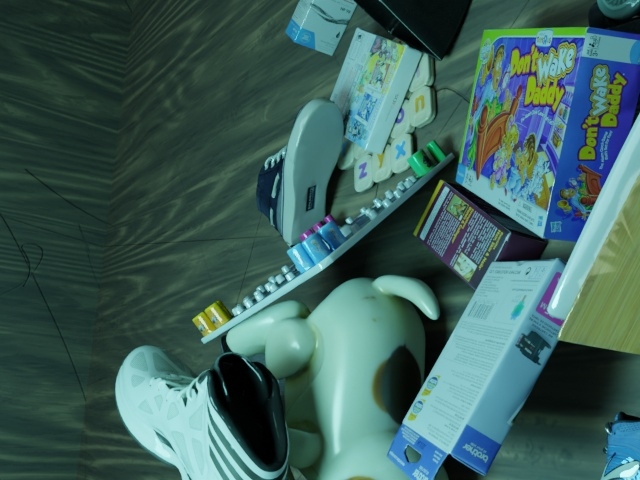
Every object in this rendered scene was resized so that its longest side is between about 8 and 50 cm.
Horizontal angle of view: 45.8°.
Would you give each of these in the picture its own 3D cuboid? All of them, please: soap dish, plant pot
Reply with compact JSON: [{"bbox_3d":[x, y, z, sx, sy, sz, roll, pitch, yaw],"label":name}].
[{"bbox_3d":[0.384,-0.013,0.816,0.118,0.229,0.290,34,109,36],"label":"soap dish"},{"bbox_3d":[0.161,-0.457,1.331,0.167,0.187,0.188,-53,40,7],"label":"plant pot"}]

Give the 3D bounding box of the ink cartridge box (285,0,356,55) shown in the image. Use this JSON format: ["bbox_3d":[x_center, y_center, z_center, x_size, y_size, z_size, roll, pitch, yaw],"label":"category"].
[{"bbox_3d":[0.012,-0.505,1.641,0.180,0.104,0.060,-62,36,25],"label":"ink cartridge box"}]

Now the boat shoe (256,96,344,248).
[{"bbox_3d":[-0.059,-0.155,1.533,0.158,0.127,0.340,42,134,36],"label":"boat shoe"}]

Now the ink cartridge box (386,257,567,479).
[{"bbox_3d":[0.202,0.168,0.955,0.311,0.065,0.186,-57,8,-8],"label":"ink cartridge box"}]

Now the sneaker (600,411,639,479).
[{"bbox_3d":[0.372,0.281,0.847,0.330,0.130,0.147,-59,18,32],"label":"sneaker"}]

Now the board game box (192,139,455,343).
[{"bbox_3d":[0.000,0.000,1.293,0.050,0.390,0.390,53,138,-2],"label":"board game box"}]

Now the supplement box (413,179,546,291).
[{"bbox_3d":[0.238,-0.003,1.156,0.188,0.081,0.104,49,121,52],"label":"supplement box"}]

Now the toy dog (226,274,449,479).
[{"bbox_3d":[0.079,0.291,1.183,0.395,0.284,0.408,-32,54,27],"label":"toy dog"}]

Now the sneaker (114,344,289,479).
[{"bbox_3d":[-0.170,0.240,1.174,0.447,0.169,0.257,40,124,42],"label":"sneaker"}]

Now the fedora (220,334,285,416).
[{"bbox_3d":[-0.072,0.269,1.465,0.124,0.244,0.275,-34,44,10],"label":"fedora"}]

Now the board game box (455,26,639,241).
[{"bbox_3d":[0.281,-0.154,0.990,0.347,0.078,0.233,-113,31,-74],"label":"board game box"}]

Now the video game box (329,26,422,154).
[{"bbox_3d":[0.094,-0.292,1.462,0.187,0.048,0.205,45,118,55],"label":"video game box"}]

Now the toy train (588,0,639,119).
[{"bbox_3d":[0.451,-0.249,0.862,0.334,0.142,0.190,-1,88,58],"label":"toy train"}]

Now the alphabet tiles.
[{"bbox_3d":[0.121,-0.243,1.468,0.284,0.021,0.278,-26,60,52],"label":"alphabet tiles"}]
